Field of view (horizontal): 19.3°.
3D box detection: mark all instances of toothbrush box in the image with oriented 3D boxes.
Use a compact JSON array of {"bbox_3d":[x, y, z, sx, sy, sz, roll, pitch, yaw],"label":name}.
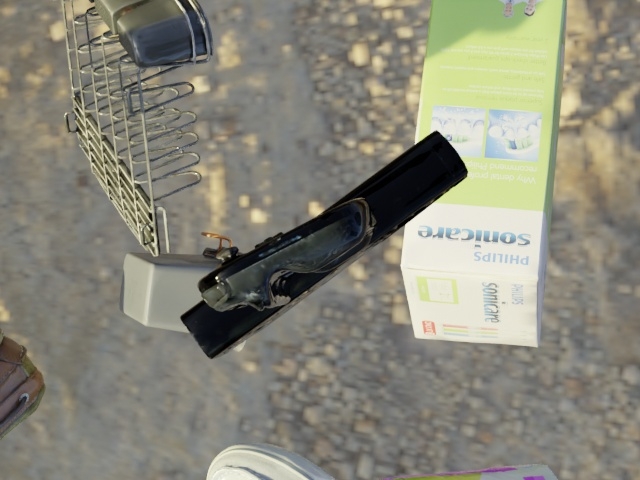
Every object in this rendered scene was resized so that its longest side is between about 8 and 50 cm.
[{"bbox_3d":[0.148,-0.071,1.662,0.122,0.206,0.283,3,72,7],"label":"toothbrush box"}]

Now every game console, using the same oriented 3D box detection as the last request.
[{"bbox_3d":[0.000,0.000,1.182,0.213,0.361,0.044,-36,88,2],"label":"game console"}]

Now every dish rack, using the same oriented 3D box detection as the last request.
[{"bbox_3d":[-0.164,-0.129,1.626,0.074,0.208,0.271,-19,136,-19],"label":"dish rack"}]

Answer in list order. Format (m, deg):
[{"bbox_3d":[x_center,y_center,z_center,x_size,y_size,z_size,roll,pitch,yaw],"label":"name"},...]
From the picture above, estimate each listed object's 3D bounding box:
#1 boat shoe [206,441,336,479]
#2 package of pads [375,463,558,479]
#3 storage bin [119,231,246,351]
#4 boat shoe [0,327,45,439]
[{"bbox_3d":[-0.004,0.211,1.173,0.081,0.227,0.079,-3,130,-54],"label":"boat shoe"},{"bbox_3d":[0.105,0.309,1.315,0.229,0.101,0.296,5,69,-55],"label":"package of pads"},{"bbox_3d":[-0.121,0.040,1.669,0.091,0.135,0.098,6,93,-20],"label":"storage bin"},{"bbox_3d":[-0.353,0.204,1.612,0.307,0.111,0.104,-49,116,-18],"label":"boat shoe"}]
